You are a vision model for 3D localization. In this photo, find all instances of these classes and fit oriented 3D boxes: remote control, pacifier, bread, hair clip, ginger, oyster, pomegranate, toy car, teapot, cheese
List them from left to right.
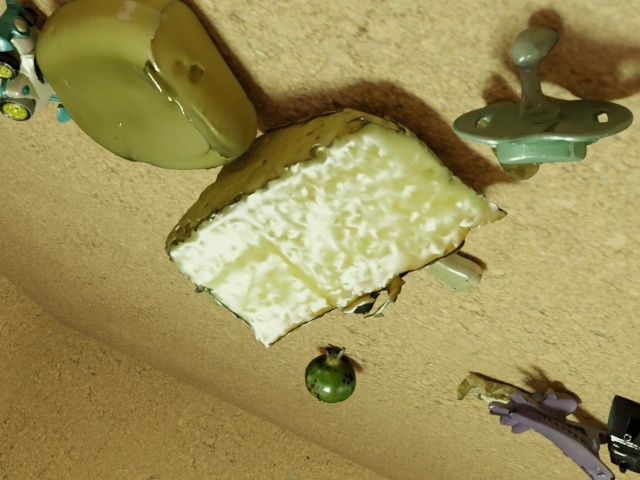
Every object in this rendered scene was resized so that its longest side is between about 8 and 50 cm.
[{"bbox_3d":[-0.390,-0.250,1.167,0.098,0.126,0.161,8,150,-5],"label":"toy car"},{"bbox_3d":[-0.236,-0.198,1.058,0.315,0.128,0.260,6,140,40],"label":"cheese"},{"bbox_3d":[0.000,0.000,1.015,0.248,0.279,0.315,44,168,-18],"label":"bread"},{"bbox_3d":[0.025,0.296,1.907,0.122,0.122,0.162,22,121,20],"label":"pomegranate"},{"bbox_3d":[0.165,0.028,1.176,0.122,0.032,0.074,31,160,-3],"label":"remote control"},{"bbox_3d":[0.186,-0.101,0.837,0.057,0.044,0.137,-22,139,27],"label":"ginger"},{"bbox_3d":[0.360,0.293,1.540,0.199,0.061,0.106,29,139,-4],"label":"oyster"},{"bbox_3d":[0.189,-0.126,0.724,0.150,0.127,0.117,1,112,23],"label":"pacifier"},{"bbox_3d":[0.400,0.323,1.455,0.278,0.090,0.137,38,133,-20],"label":"hair clip"},{"bbox_3d":[0.496,0.324,1.343,0.087,0.096,0.177,18,157,28],"label":"teapot"}]

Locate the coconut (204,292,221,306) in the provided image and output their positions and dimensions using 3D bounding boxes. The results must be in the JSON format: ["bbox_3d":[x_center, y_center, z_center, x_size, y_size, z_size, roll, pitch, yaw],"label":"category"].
[{"bbox_3d":[-0.203,0.103,1.778,0.083,0.081,0.082,-17,90,57],"label":"coconut"}]

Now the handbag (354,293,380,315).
[{"bbox_3d":[-0.016,0.037,1.368,0.246,0.080,0.223,27,160,7],"label":"handbag"}]
